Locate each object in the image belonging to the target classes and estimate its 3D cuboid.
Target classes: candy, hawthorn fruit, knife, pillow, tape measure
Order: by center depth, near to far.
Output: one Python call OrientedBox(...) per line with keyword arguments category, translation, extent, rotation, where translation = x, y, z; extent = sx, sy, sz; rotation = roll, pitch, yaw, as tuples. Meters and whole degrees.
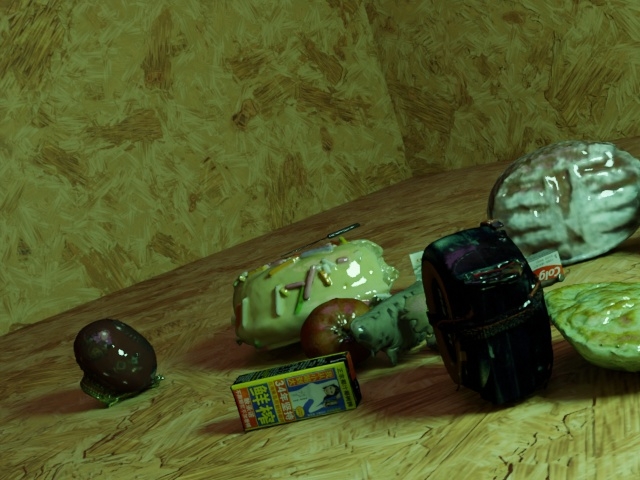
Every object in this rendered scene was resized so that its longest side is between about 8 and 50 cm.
OrientedBox(category="tape measure", translation=(0.203, 0.085, 1.139), extent=(0.135, 0.202, 0.223), rotation=(-17, 21, -5))
OrientedBox(category="pillow", translation=(0.124, 0.128, 1.414), extent=(0.051, 0.093, 0.241), rotation=(-18, 5, 36))
OrientedBox(category="hawthorn fruit", translation=(0.026, 0.145, 1.432), extent=(0.128, 0.128, 0.128), rotation=(-16, 8, 2))
OrientedBox(category="candy", translation=(0.444, -0.068, 1.666), extent=(0.290, 0.214, 0.157), rotation=(-20, 7, 12))
OrientedBox(category="knife", translation=(0.000, 0.000, 1.776), extent=(0.170, 0.010, 0.023), rotation=(-22, 0, -18))

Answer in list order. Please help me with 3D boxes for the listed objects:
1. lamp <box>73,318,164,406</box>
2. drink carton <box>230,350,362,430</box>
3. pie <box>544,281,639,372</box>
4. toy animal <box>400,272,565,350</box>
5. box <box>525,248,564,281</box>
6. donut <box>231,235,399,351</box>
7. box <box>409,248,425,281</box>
OrientedBox(category="lamp", translation=(-0.372, 0.217, 1.653), extent=(0.135, 0.157, 0.156), rotation=(-51, -25, -3))
OrientedBox(category="drink carton", translation=(-0.032, 0.206, 1.271), extent=(0.166, 0.071, 0.056), rotation=(-14, 11, 13))
OrientedBox(category="pie", translation=(0.372, 0.101, 1.097), extent=(0.201, 0.090, 0.248), rotation=(-6, 9, 5))
OrientedBox(category="toy animal", translation=(0.243, 0.108, 1.369), extent=(0.214, 0.093, 0.186), rotation=(-14, 8, -43))
OrientedBox(category="box", translation=(0.307, 0.074, 1.545), extent=(0.218, 0.055, 0.039), rotation=(-20, 9, -22))
OrientedBox(category="donut", translation=(-0.016, 0.091, 1.680), extent=(0.307, 0.150, 0.371), rotation=(-20, 0, 8))
OrientedBox(category="box", translation=(0.206, 0.058, 1.770), extent=(0.054, 0.083, 0.024), rotation=(-15, 7, 11))
